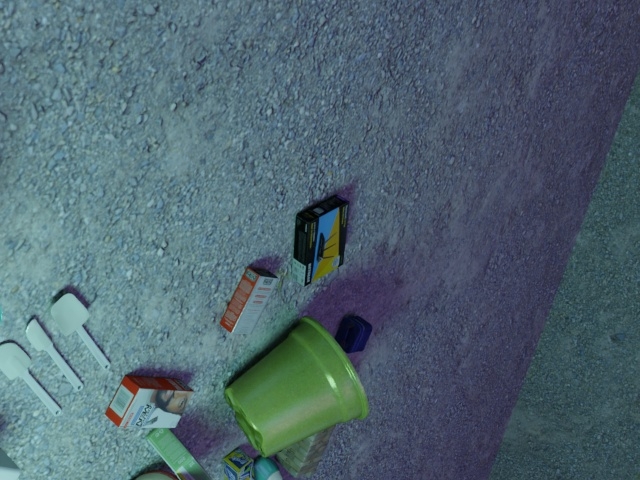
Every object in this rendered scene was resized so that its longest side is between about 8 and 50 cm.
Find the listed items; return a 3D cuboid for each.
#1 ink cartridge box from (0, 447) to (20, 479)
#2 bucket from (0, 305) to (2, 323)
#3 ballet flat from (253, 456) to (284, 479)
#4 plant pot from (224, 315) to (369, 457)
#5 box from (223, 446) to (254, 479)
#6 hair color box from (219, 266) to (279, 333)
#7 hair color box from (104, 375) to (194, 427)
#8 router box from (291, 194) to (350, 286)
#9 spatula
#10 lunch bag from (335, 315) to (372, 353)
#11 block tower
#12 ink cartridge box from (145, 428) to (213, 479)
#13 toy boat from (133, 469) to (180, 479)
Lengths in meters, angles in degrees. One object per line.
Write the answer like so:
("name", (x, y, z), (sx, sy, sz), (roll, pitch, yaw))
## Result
("ink cartridge box", (-0.637, 0.394, 1.289), (0.197, 0.114, 0.273), (-56, 147, -4))
("bucket", (-0.574, 0.097, 1.056), (0.281, 0.183, 0.281), (-33, 140, -32))
("ballet flat", (-0.122, 0.659, 2.233), (0.083, 0.087, 0.247), (-43, 145, -21))
("plant pot", (-0.070, 0.353, 1.912), (0.254, 0.276, 0.276), (-29, 140, -20))
("box", (-0.204, 0.601, 2.099), (0.054, 0.059, 0.169), (-33, 140, -35))
("hair color box", (-0.152, 0.129, 1.780), (0.072, 0.043, 0.141), (13, 108, -56))
("hair color box", (-0.342, 0.327, 1.686), (0.167, 0.053, 0.093), (19, 101, -58))
("router box", (0.000, 0.000, 1.869), (0.133, 0.046, 0.179), (-29, 138, -37))
("spatula", (-0.456, 0.207, 1.462), (0.168, 0.019, 0.242), (-44, 145, -22))
("lunch bag", (0.085, 0.243, 2.172), (0.065, 0.067, 0.098), (-4, 119, -53))
("block tower", (-0.015, 0.473, 2.215), (0.097, 0.091, 0.335), (-3, 119, -52))
("ink cartridge box", (-0.264, 0.510, 1.775), (0.056, 0.235, 0.171), (-41, 144, -16))
("toy boat", (-0.377, 0.611, 1.833), (0.231, 0.151, 0.151), (-59, 178, 4))
